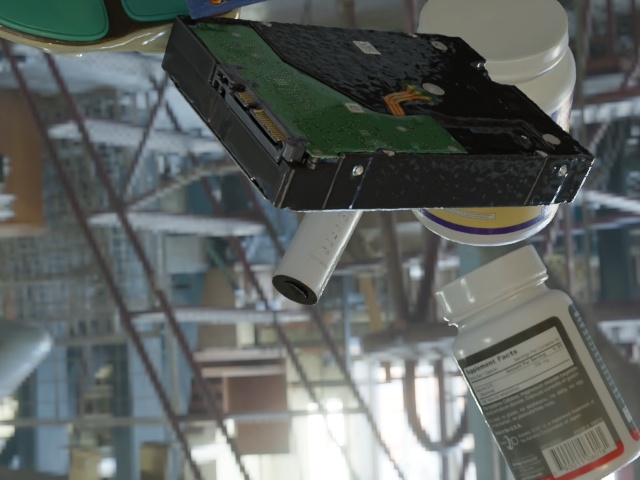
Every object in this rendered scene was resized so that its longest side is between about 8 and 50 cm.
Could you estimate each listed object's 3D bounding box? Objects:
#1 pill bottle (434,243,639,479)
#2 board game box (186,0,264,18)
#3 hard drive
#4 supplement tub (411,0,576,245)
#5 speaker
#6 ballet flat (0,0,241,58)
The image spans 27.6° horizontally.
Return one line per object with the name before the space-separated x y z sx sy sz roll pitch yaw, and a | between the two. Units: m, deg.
pill bottle | 0.260 0.160 1.588 0.161 0.283 0.161 -26 174 -3
board game box | -0.008 -0.238 1.053 0.201 0.035 0.136 -13 -153 6
hard drive | 0.053 -0.115 1.187 0.339 0.064 0.237 -2 -143 -36
supplement tub | 0.242 -0.183 1.889 0.241 0.241 0.331 -2 134 0
speaker | 0.000 0.000 1.372 0.055 0.136 0.055 21 152 12
ballet flat | -0.194 -0.198 1.185 0.248 0.086 0.086 -4 175 -20
